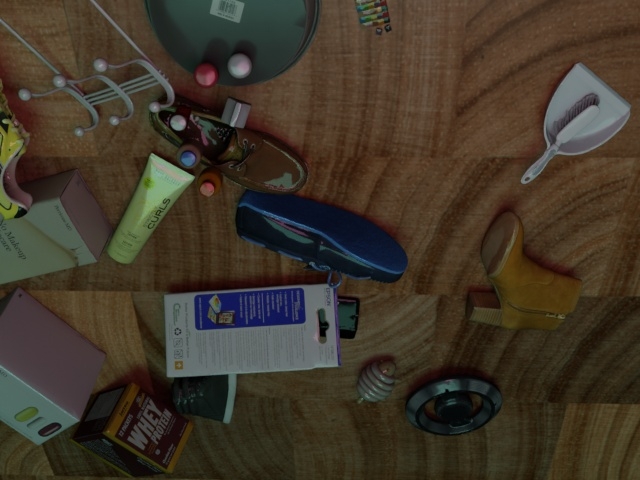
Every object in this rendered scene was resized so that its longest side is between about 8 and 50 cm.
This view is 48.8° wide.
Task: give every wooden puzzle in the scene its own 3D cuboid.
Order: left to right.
[{"bbox_3d":[0.085,-0.374,1.153,0.049,0.006,0.083,-11,125,11],"label":"wooden puzzle"}]

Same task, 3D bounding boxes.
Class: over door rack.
[{"bbox_3d":[-0.412,-0.312,1.112,0.239,0.108,0.324,-5,130,38],"label":"over door rack"}]

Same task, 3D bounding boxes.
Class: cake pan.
[{"bbox_3d":[-0.146,-0.377,1.135,0.293,0.054,0.293,1,126,2],"label":"cake pan"}]

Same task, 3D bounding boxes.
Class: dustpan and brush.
[{"bbox_3d":[0.427,-0.185,1.239,0.147,0.060,0.211,32,121,-19],"label":"dustpan and brush"}]

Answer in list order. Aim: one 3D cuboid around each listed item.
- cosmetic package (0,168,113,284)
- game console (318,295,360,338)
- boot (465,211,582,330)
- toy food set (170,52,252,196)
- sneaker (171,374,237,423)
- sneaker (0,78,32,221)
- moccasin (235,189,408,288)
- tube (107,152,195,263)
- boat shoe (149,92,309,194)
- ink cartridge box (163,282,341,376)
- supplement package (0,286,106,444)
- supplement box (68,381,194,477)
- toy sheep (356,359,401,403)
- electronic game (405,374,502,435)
[{"bbox_3d":[-0.592,-0.016,1.385,0.309,0.113,0.160,-13,124,13],"label":"cosmetic package"},{"bbox_3d":[0.020,0.168,1.547,0.122,0.071,0.107,5,96,-1],"label":"game console"},{"bbox_3d":[0.425,0.067,1.409,0.211,0.104,0.295,4,131,-6],"label":"boot"},{"bbox_3d":[-0.177,-0.191,1.125,0.111,0.104,0.232,19,103,-11],"label":"toy food set"},{"bbox_3d":[-0.265,0.314,1.609,0.147,0.104,0.296,6,130,-8],"label":"sneaker"},{"bbox_3d":[-0.579,-0.212,1.213,0.147,0.145,0.384,1,114,-8],"label":"sneaker"},{"bbox_3d":[0.000,0.000,1.373,0.342,0.138,0.117,26,129,2],"label":"moccasin"},{"bbox_3d":[-0.342,-0.058,1.377,0.070,0.062,0.240,1,134,-51],"label":"tube"},{"bbox_3d":[-0.159,-0.156,1.247,0.307,0.104,0.111,22,100,-14],"label":"boat shoe"},{"bbox_3d":[-0.142,0.188,1.479,0.371,0.069,0.176,-5,83,9],"label":"ink cartridge box"},{"bbox_3d":[-0.637,0.274,1.540,0.145,0.204,0.262,-32,118,23],"label":"supplement package"},{"bbox_3d":[-0.446,0.453,1.670,0.191,0.129,0.194,42,138,-24],"label":"supplement box"},{"bbox_3d":[0.127,0.326,1.613,0.091,0.091,0.132,30,104,-18],"label":"toy sheep"},{"bbox_3d":[0.315,0.392,1.671,0.229,0.048,0.229,-1,133,-1],"label":"electronic game"}]
